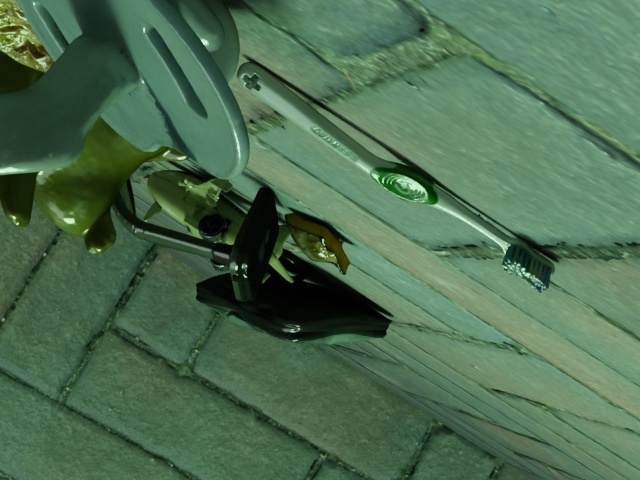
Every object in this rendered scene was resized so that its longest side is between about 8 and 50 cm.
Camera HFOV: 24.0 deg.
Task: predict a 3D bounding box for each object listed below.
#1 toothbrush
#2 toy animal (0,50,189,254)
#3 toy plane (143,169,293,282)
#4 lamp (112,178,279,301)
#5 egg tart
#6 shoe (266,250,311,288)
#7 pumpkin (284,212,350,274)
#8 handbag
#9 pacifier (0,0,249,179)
[{"bbox_3d":[0.062,-0.051,1.190,0.304,0.030,0.030,34,173,-9],"label":"toothbrush"},{"bbox_3d":[-0.278,-0.125,1.467,0.180,0.181,0.363,48,-175,24],"label":"toy animal"},{"bbox_3d":[-0.140,-0.026,1.964,0.244,0.092,0.229,25,155,26],"label":"toy plane"},{"bbox_3d":[-0.173,-0.019,1.826,0.283,0.124,0.203,28,156,20],"label":"lamp"},{"bbox_3d":[-0.237,-0.190,1.309,0.130,0.052,0.130,17,158,7],"label":"egg tart"},{"bbox_3d":[-0.058,0.049,2.282,0.062,0.053,0.159,36,175,-9],"label":"shoe"},{"bbox_3d":[-0.001,-0.001,1.776,0.101,0.035,0.073,28,162,51],"label":"pumpkin"},{"bbox_3d":[-0.050,0.103,2.304,0.191,0.075,0.332,-1,-170,-33],"label":"handbag"},{"bbox_3d":[-0.176,-0.115,1.032,0.279,0.207,0.227,21,150,55],"label":"pacifier"}]
